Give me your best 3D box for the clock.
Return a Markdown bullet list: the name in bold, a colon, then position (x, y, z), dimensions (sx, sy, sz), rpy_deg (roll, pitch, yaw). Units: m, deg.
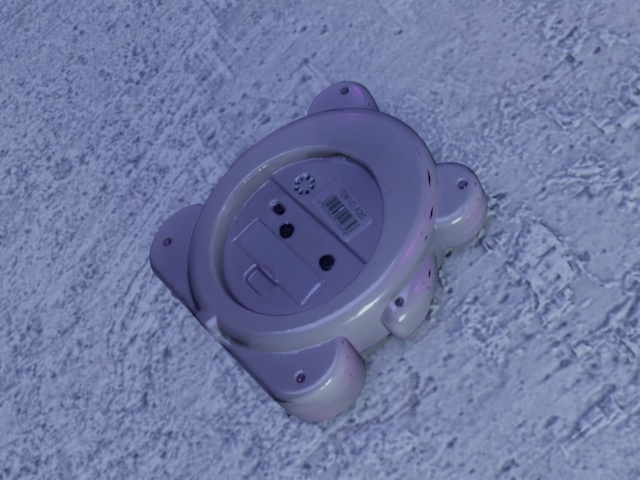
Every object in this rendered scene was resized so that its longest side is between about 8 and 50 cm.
- **clock**: position (0.000, 0.000, 1.182), dimensions (0.322, 0.113, 0.295), rpy_deg (-46, 60, -4)
